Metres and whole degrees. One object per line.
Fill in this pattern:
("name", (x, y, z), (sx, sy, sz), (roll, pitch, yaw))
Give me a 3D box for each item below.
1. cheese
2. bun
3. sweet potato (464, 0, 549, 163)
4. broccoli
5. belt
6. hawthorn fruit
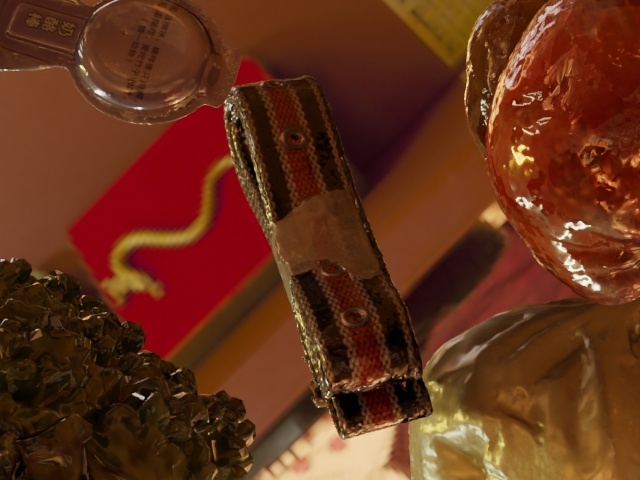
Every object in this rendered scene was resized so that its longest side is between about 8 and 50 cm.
("cheese", (-0.151, -0.141, 1.115), (0.191, 0.105, 0.042), (18, 164, 8))
("bun", (0.237, 0.148, 1.390), (0.360, 0.360, 0.210), (-51, -56, -83))
("sweet potato", (0.193, -0.174, 1.440), (0.112, 0.112, 0.359), (40, -133, -33))
("broccoli", (-0.164, 0.118, 0.769), (0.334, 0.324, 0.272), (-141, 42, -73))
("belt", (0.000, 0.000, 1.346), (0.126, 0.094, 0.359), (90, 163, -58))
("hawthorn fruit", (0.227, -0.094, 1.096), (0.242, 0.242, 0.271), (38, -152, -45))
